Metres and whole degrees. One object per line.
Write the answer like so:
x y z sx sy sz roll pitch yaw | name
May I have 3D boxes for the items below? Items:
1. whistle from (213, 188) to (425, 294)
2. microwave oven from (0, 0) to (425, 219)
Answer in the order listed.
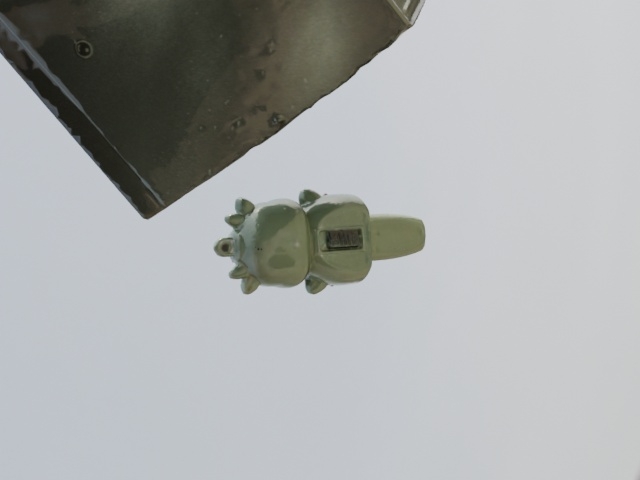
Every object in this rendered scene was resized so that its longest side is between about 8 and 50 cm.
0.001 -0.001 1.487 0.253 0.106 0.101 -5 -60 -26 | whistle
-0.061 -0.275 1.296 0.236 0.374 0.432 49 -152 -14 | microwave oven
